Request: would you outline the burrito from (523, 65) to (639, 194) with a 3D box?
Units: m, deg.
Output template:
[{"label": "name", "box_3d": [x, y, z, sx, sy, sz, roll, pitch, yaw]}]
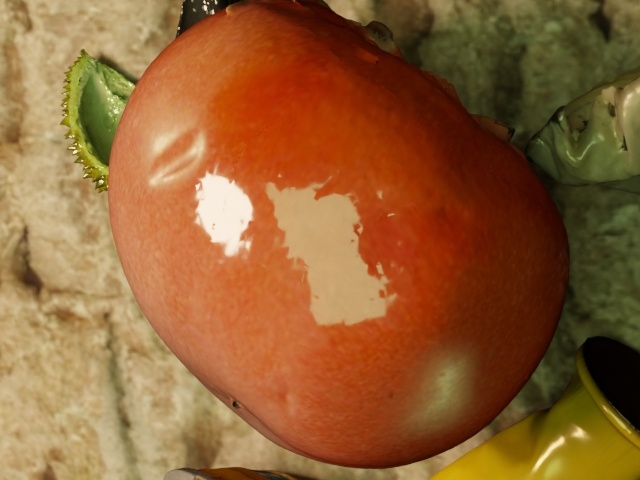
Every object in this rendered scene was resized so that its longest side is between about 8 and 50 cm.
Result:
[{"label": "burrito", "box_3d": [0.299, -0.129, 0.811, 0.332, 0.190, 0.135, -39, 95, 22]}]

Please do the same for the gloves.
[{"label": "gloves", "box_3d": [0.161, 0.217, 0.957, 0.294, 0.116, 0.133, -52, 51, 27]}]

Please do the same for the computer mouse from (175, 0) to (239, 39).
[{"label": "computer mouse", "box_3d": [-0.089, -0.196, 0.997, 0.047, 0.079, 0.135, 12, 109, -2]}]

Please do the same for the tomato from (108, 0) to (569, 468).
[{"label": "tomato", "box_3d": [0.000, 0.000, 0.840, 0.341, 0.341, 0.273, 37, 87, 12]}]

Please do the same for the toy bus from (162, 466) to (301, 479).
[{"label": "toy bus", "box_3d": [-0.064, 0.294, 1.011, 0.126, 0.136, 0.209, 15, 103, 47]}]

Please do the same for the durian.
[{"label": "durian", "box_3d": [-0.155, -0.076, 1.036, 0.215, 0.086, 0.100, 40, 94, 13]}]
